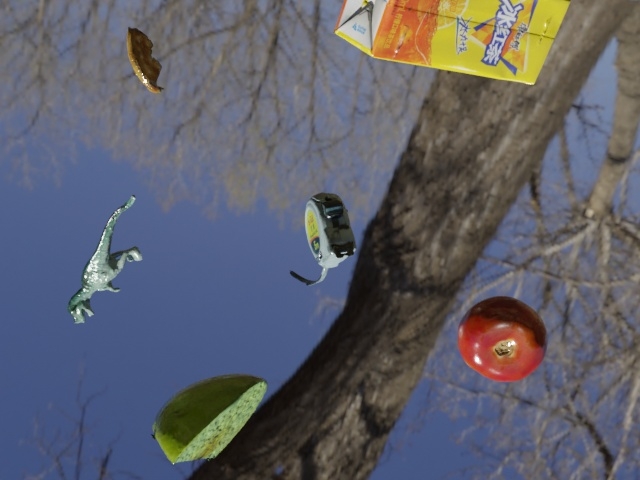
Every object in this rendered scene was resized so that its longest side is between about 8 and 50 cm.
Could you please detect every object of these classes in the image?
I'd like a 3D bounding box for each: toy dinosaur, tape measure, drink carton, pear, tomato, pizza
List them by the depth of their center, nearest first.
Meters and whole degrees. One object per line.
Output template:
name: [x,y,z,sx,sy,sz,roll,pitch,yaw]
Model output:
pizza: [-0.206,-0.211,1.153,0.037,0.083,0.016,-32,-165,-38]
drink carton: [0.207,-0.342,1.508,0.351,0.155,0.111,1,-150,-37]
toy dinosaur: [-0.399,0.021,1.951,0.076,0.383,0.129,44,-143,21]
tape measure: [0.001,0.001,2.081,0.084,0.164,0.330,-3,169,-14]
tomato: [0.389,0.208,2.116,0.195,0.195,0.136,14,-158,-1]
pear: [-0.230,0.352,2.120,0.139,0.239,0.288,50,-177,15]
